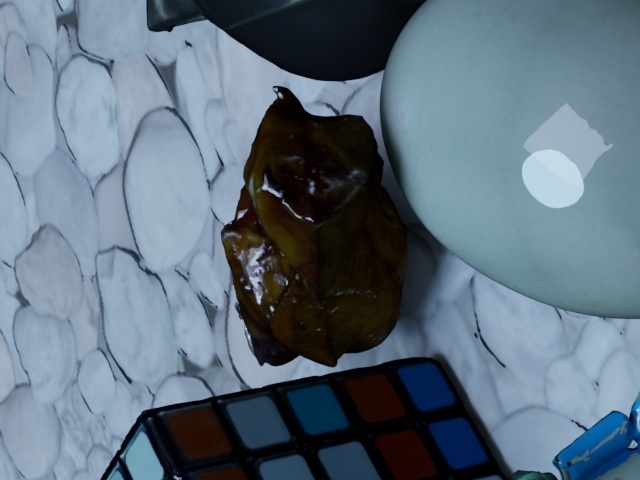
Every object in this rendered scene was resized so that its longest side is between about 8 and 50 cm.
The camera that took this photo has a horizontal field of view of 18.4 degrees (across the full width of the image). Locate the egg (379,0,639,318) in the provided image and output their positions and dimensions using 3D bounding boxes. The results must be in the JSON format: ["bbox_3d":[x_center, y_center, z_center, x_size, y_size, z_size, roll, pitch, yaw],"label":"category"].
[{"bbox_3d":[0.107,-0.048,0.798,0.209,0.151,0.151,24,116,50],"label":"egg"}]

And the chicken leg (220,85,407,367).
[{"bbox_3d":[0.000,0.000,0.913,0.304,0.093,0.113,103,160,-84],"label":"chicken leg"}]

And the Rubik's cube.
[{"bbox_3d":[-0.008,0.187,0.976,0.184,0.187,0.182,58,137,25],"label":"Rubik's cube"}]

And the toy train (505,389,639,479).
[{"bbox_3d":[0.129,0.119,0.789,0.072,0.188,0.099,35,153,43],"label":"toy train"}]

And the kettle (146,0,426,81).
[{"bbox_3d":[0.003,-0.211,0.907,0.207,0.250,0.271,-161,55,-83],"label":"kettle"}]
